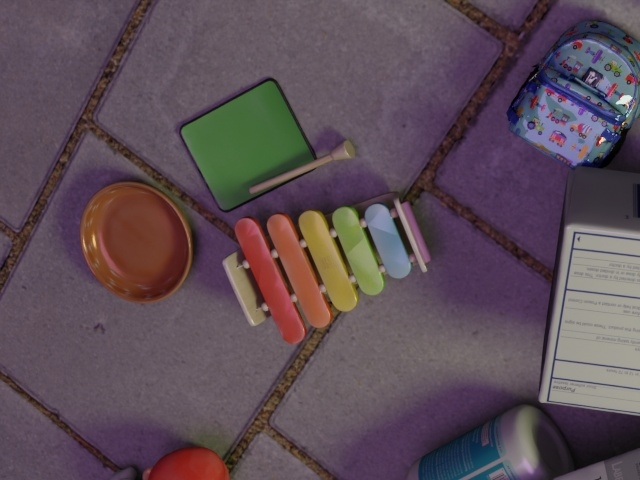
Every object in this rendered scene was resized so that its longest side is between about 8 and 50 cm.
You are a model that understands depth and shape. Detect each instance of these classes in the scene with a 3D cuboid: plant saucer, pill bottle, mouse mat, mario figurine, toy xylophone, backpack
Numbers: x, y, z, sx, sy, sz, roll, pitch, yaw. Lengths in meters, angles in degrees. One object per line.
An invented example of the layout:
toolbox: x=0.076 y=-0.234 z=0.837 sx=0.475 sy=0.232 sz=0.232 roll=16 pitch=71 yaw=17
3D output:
plant saucer: x=-0.287 y=0.000 z=2.059 sx=0.200 sy=0.037 sz=0.199 roll=7 pitch=108 yaw=21
pill bottle: x=0.226 y=0.355 z=1.897 sx=0.264 sy=0.146 sz=0.146 roll=-33 pitch=92 yaw=27
mouse mat: x=-0.110 y=-0.141 z=1.962 sx=0.190 sy=0.007 sz=0.152 roll=-25 pitch=96 yaw=27
mario figurine: x=-0.238 y=0.442 z=2.151 sx=0.198 sy=0.170 sz=0.320 roll=19 pitch=130 yaw=-23
toy xylophone: x=0.000 y=0.000 z=1.914 sx=0.323 sy=0.081 sz=0.236 roll=-28 pitch=95 yaw=27
backpack: x=0.347 y=-0.192 z=1.699 sx=0.158 sy=0.117 sz=0.173 roll=37 pitch=115 yaw=9

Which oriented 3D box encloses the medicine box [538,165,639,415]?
medicine box: x=0.429 y=0.076 z=1.668 sx=0.264 sy=0.149 sz=0.289 roll=7 pitch=125 yaw=8

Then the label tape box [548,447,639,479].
label tape box: x=0.451 y=0.386 z=1.759 sx=0.348 sy=0.115 sz=0.249 roll=-24 pitch=137 yaw=25
